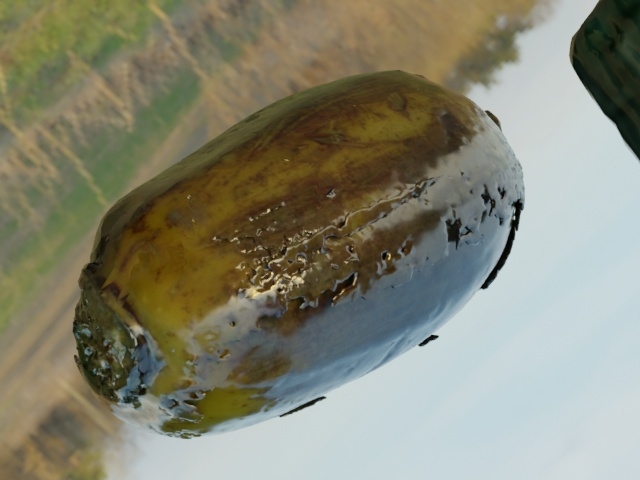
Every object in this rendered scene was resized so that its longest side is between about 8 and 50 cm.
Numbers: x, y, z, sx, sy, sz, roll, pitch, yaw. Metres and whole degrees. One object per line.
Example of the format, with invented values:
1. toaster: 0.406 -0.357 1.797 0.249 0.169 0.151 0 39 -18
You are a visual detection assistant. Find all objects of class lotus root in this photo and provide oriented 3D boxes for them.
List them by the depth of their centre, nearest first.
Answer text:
1. lotus root: 0.000 0.000 0.942 0.397 0.179 0.196 -27 158 -42

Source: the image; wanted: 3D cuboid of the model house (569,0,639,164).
1. model house: 0.338 0.003 0.682 0.400 0.445 0.395 -23 155 -7
